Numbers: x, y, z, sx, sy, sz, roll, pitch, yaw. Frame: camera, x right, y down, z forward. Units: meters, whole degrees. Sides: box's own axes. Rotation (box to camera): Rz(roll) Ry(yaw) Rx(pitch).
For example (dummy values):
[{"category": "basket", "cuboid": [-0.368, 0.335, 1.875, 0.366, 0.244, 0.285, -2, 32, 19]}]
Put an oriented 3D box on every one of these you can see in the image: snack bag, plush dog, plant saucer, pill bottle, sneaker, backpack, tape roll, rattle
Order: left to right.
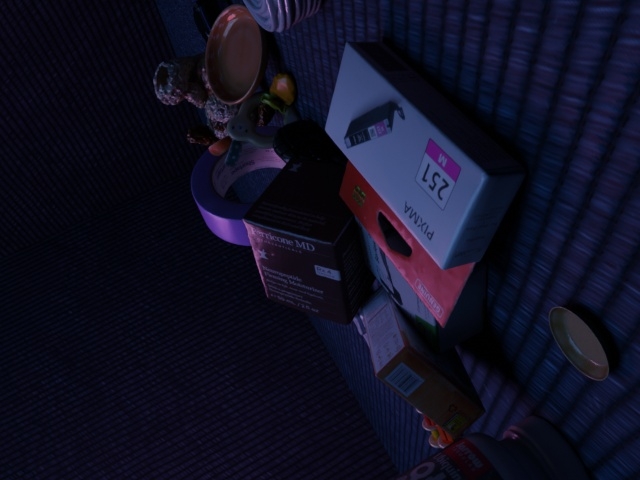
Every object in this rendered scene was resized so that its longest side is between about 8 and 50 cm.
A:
[{"category": "backpack", "cuboid": [-0.243, -0.509, 1.412, 0.105, 0.084, 0.114, 63, 166, -4]}, {"category": "plush dog", "cuboid": [-0.229, -0.342, 1.448, 0.210, 0.263, 0.225, -52, -56, -72]}, {"category": "plant saucer", "cuboid": [-0.169, -0.381, 1.252, 0.200, 0.037, 0.199, 4, 96, 47]}, {"category": "rattle", "cuboid": [-0.137, -0.239, 1.235, 0.130, 0.200, 0.143, 65, 170, -11]}, {"category": "tape roll", "cuboid": [-0.134, -0.123, 1.307, 0.274, 0.275, 0.090, 55, 168, 38]}, {"category": "sneaker", "cuboid": [-0.012, -0.136, 1.163, 0.267, 0.101, 0.106, 54, 169, 42]}, {"category": "snack bag", "cuboid": [0.046, 0.119, 1.596, 0.323, 0.037, 0.342, 59, 177, 24]}, {"category": "pill bottle", "cuboid": [0.190, 0.369, 0.805, 0.176, 0.319, 0.176, 59, 169, 19]}, {"category": "plant saucer", "cuboid": [0.265, 0.101, 0.612, 0.083, 0.015, 0.083, 60, 170, 18]}]

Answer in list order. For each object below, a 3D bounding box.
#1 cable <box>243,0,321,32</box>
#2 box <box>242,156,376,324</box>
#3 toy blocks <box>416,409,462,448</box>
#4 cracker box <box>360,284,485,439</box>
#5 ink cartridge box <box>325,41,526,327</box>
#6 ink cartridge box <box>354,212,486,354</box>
[{"category": "cable", "cuboid": [-0.083, -0.420, 0.829, 0.257, 0.089, 0.257, 66, 170, -19]}, {"category": "box", "cuboid": [0.000, 0.000, 1.013, 0.169, 0.167, 0.203, 16, 141, 25]}, {"category": "toy blocks", "cuboid": [0.255, 0.395, 1.309, 0.148, 0.054, 0.123, 67, 170, -21]}, {"category": "cracker box", "cuboid": [0.146, 0.171, 0.920, 0.156, 0.067, 0.232, 40, -166, -13]}, {"category": "ink cartridge box", "cuboid": [0.089, -0.065, 0.717, 0.275, 0.060, 0.238, 55, 143, 38]}, {"category": "ink cartridge box", "cuboid": [0.139, 0.034, 0.867, 0.208, 0.087, 0.153, 53, 166, 42]}]
